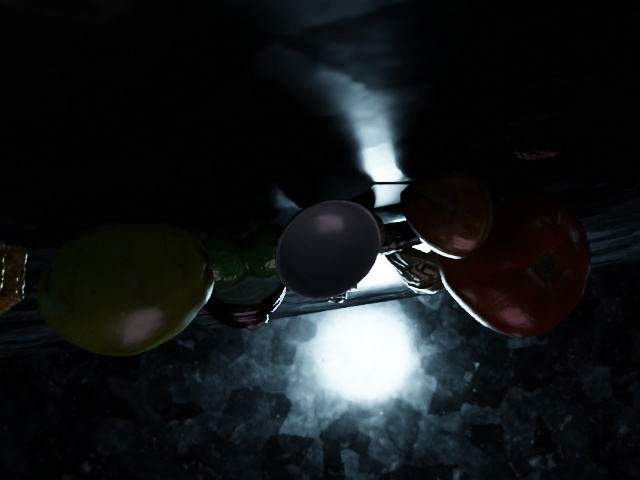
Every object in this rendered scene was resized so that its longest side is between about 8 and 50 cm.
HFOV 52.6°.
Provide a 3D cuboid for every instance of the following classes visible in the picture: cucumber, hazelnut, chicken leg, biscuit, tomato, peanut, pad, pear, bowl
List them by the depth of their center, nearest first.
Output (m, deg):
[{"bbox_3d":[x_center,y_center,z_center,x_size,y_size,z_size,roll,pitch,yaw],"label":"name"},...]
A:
[{"bbox_3d":[0.315,-0.131,0.958,0.083,0.021,0.036,-2,178,-11],"label":"chicken leg"},{"bbox_3d":[-0.293,0.069,0.979,0.269,0.213,0.212,-17,168,4],"label":"pear"},{"bbox_3d":[0.198,-0.041,1.023,0.150,0.150,0.150,-9,169,-2],"label":"hazelnut"},{"bbox_3d":[0.000,0.000,1.106,0.188,0.189,0.086,-5,-152,-21],"label":"bowl"},{"bbox_3d":[-0.585,0.088,1.134,0.054,0.094,0.378,7,161,-36],"label":"biscuit"},{"bbox_3d":[0.154,-0.075,1.146,0.242,0.004,0.163,-3,167,-29],"label":"pad"},{"bbox_3d":[0.077,-0.001,1.228,0.089,0.089,0.193,-9,172,-2],"label":"peanut"},{"bbox_3d":[0.368,0.045,1.260,0.298,0.299,0.226,-2,-176,-31],"label":"tomato"},{"bbox_3d":[0.150,-0.007,1.333,0.293,0.068,0.067,-14,168,16],"label":"cucumber"}]

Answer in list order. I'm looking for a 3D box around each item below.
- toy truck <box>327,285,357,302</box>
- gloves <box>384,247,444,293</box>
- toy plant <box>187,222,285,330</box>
[{"bbox_3d":[0.013,0.082,1.556,0.123,0.114,0.253,4,166,-9],"label":"toy truck"},{"bbox_3d":[0.252,0.049,1.491,0.154,0.141,0.331,-15,167,34],"label":"gloves"},{"bbox_3d":[-0.155,0.054,1.176,0.217,0.175,0.235,-13,143,-18],"label":"toy plant"}]
